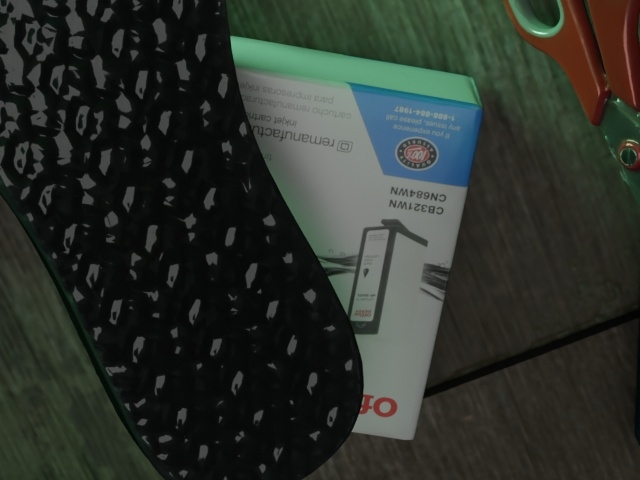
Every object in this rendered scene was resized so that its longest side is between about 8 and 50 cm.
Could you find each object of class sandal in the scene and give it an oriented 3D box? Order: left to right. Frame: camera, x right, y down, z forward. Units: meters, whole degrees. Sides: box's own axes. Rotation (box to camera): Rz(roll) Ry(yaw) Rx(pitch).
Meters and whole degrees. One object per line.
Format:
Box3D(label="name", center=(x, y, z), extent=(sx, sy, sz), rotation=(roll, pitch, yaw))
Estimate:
Box3D(label="sandal", center=(-0.112, -0.071, 0.935), extent=(0.167, 0.107, 0.446), rotation=(-23, 111, -12))

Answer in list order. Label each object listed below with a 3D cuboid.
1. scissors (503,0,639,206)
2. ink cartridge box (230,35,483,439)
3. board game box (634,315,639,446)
Box3D(label="scissors", center=(0.160, -0.064, 1.022), extent=(0.109, 0.021, 0.297), rotation=(-4, 103, 39))
Box3D(label="ink cartridge box", center=(0.000, 0.000, 1.053), extent=(0.148, 0.086, 0.203), rotation=(8, 107, -4))
Box3D(label="board game box", center=(0.358, 0.008, 1.070), extent=(0.336, 0.079, 0.254), rotation=(-1, 108, -2))
